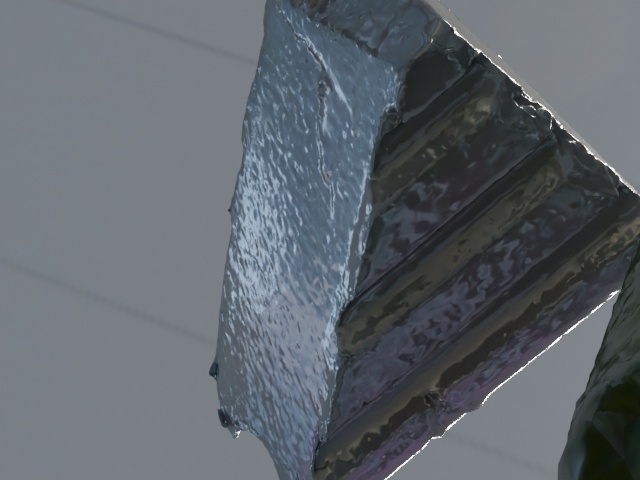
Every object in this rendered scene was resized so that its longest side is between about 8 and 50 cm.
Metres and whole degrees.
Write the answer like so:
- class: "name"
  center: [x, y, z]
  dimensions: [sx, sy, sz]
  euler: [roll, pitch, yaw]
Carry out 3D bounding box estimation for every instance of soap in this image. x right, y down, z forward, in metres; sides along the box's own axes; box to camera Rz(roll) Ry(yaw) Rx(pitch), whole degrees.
- class: "soap"
  center: [0.000, 0.000, 1.003]
  dimensions: [0.302, 0.258, 0.159]
  euler: [-43, -131, 12]

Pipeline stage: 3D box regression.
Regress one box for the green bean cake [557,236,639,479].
- class: "green bean cake"
  center: [0.183, 0.102, 0.435]
  dimensions: [0.250, 0.156, 0.247]
  euler: [10, -48, 16]
